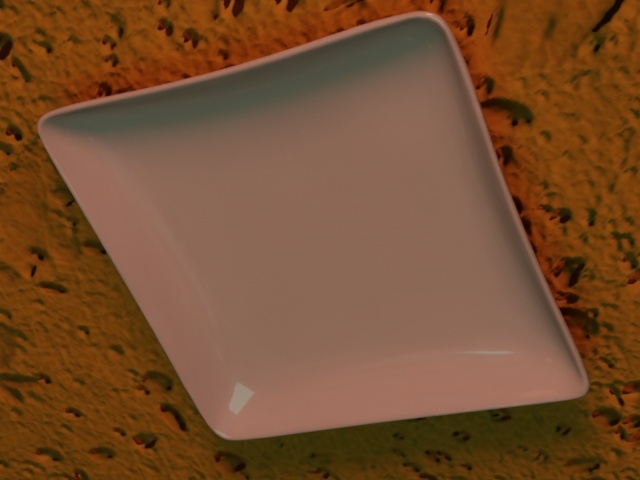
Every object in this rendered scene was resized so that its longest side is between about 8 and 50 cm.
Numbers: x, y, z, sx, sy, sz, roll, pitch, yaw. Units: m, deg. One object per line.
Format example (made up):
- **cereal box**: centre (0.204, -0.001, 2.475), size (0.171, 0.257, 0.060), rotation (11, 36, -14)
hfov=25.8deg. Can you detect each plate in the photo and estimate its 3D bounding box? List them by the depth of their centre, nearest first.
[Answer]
- **plate**: centre (0.000, 0.000, 0.873), size (0.278, 0.045, 0.277), rotation (-11, 122, 26)
